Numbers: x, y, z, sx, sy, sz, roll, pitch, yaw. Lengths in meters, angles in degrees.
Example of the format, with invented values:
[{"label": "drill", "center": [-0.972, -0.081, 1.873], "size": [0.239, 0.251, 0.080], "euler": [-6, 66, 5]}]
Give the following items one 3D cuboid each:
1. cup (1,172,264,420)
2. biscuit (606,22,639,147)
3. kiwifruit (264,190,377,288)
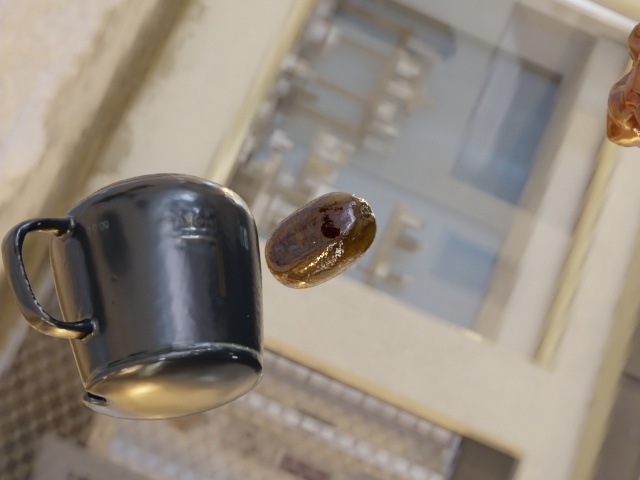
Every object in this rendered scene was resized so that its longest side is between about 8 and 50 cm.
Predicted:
[{"label": "cup", "center": [-0.148, 0.047, 1.375], "size": [0.169, 0.223, 0.176], "euler": [-32, -119, 46]}, {"label": "biscuit", "center": [0.351, -0.181, 1.238], "size": [0.318, 0.110, 0.312], "euler": [-30, -172, 38]}, {"label": "kiwifruit", "center": [0.000, 0.000, 1.655], "size": [0.124, 0.075, 0.075], "euler": [-36, -164, 29]}]
